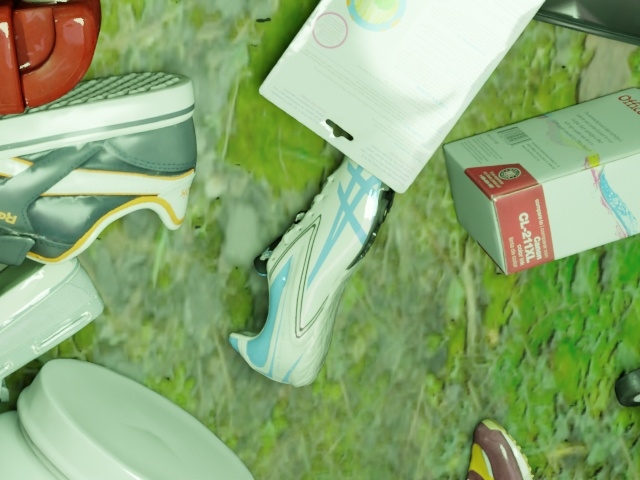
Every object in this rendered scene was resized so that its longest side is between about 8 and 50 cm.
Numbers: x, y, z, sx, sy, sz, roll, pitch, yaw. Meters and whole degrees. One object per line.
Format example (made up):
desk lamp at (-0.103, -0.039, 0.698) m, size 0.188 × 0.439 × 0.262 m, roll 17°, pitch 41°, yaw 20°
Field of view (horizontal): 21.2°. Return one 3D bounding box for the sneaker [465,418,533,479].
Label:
sneaker at (0.142, 0.246, 1.492) m, size 0.083 × 0.069 × 0.186 m, roll -17°, pitch 112°, yaw -13°

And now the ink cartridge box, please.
ink cartridge box at (0.203, -0.050, 1.364) m, size 0.175 × 0.127 × 0.072 m, roll -17°, pitch 114°, yaw -8°

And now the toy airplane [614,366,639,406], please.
toy airplane at (0.428, 0.089, 1.340) m, size 0.272 × 0.384 × 0.386 m, roll -11°, pitch 112°, yaw -18°

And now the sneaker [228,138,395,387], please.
sneaker at (0.000, 0.000, 1.361) m, size 0.086 × 0.085 × 0.237 m, roll 25°, pitch 96°, yaw 4°

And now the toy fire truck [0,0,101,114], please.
toy fire truck at (-0.182, -0.213, 1.211) m, size 0.246 × 0.158 × 0.217 m, roll -6°, pitch 111°, yaw -1°

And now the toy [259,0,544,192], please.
toy at (0.078, -0.172, 1.302) m, size 0.137 × 0.056 × 0.237 m, roll 36°, pitch 104°, yaw -3°

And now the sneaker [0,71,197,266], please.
sneaker at (-0.245, -0.040, 1.256) m, size 0.321 × 0.126 × 0.127 m, roll -8°, pitch 109°, yaw -11°

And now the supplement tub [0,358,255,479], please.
supplement tub at (-0.214, 0.279, 1.322) m, size 0.235 × 0.235 × 0.325 m, roll 30°, pitch 101°, yaw -22°

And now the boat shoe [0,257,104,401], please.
boat shoe at (-0.267, 0.097, 1.326) m, size 0.227 × 0.079 × 0.081 m, roll -38°, pitch 110°, yaw -2°

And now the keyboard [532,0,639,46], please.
keyboard at (0.222, -0.257, 1.312) m, size 0.317 × 0.033 × 0.202 m, roll 14°, pitch 114°, yaw -6°
